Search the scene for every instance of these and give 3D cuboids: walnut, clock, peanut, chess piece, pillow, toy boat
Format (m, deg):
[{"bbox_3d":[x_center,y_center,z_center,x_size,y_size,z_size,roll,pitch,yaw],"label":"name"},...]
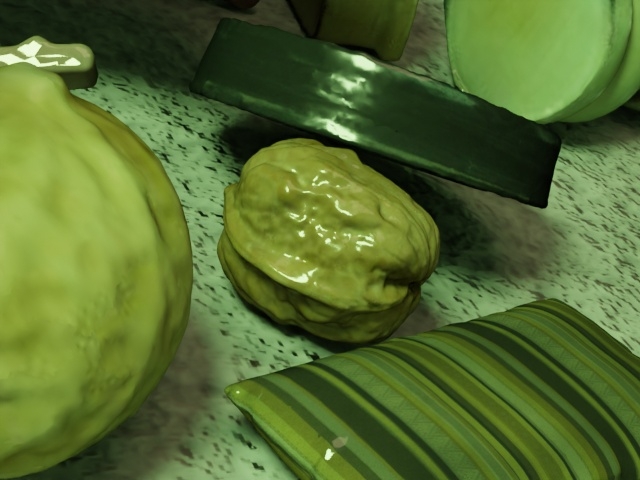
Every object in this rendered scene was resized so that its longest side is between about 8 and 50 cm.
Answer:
[{"bbox_3d":[0.000,0.000,0.537,0.096,0.079,0.082,29,30,14],"label":"walnut"},{"bbox_3d":[0.029,-0.062,0.623,0.185,0.040,0.184,18,5,-2],"label":"clock"},{"bbox_3d":[-0.116,0.011,0.426,0.141,0.109,0.159,18,40,17],"label":"peanut"},{"bbox_3d":[0.212,-0.139,0.857,0.243,0.133,0.133,-3,37,-42],"label":"chess piece"},{"bbox_3d":[0.070,0.071,0.508,0.203,0.038,0.113,-9,38,-42],"label":"pillow"},{"bbox_3d":[0.013,-0.210,0.852,0.061,0.116,0.188,2,36,-18],"label":"toy boat"}]

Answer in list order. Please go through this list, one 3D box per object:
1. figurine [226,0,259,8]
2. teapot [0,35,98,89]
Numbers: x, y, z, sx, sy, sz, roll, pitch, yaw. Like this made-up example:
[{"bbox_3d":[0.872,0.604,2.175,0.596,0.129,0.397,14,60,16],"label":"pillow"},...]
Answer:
[{"bbox_3d":[-0.221,-0.278,0.786,0.421,0.154,0.193,12,36,-12],"label":"figurine"},{"bbox_3d":[-0.168,-0.209,0.592,0.344,0.253,0.300,-6,74,-4],"label":"teapot"}]
